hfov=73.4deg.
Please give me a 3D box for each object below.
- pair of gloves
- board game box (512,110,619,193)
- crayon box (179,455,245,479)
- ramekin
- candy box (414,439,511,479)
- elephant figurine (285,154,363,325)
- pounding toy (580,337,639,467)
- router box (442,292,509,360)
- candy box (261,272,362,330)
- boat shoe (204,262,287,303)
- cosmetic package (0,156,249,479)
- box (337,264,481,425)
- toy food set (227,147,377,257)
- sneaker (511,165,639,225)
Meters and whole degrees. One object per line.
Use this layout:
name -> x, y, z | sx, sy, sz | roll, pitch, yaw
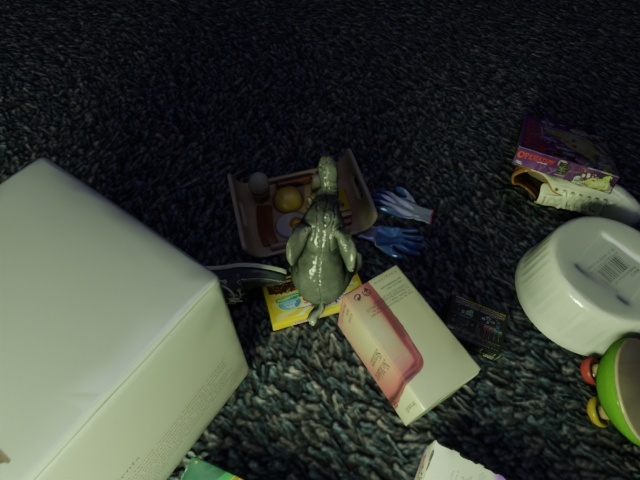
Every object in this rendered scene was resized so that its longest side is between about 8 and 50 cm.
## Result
pair of gloves -> 0.181, -0.047, 1.011 | 0.159, 0.023, 0.198 | 20, 60, 10
board game box -> 0.589, -0.228, 1.046 | 0.208, 0.056, 0.347 | 19, 35, 17
crayon box -> -0.105, 0.465, 0.637 | 0.278, 0.081, 0.166 | 20, 59, 10
ramekin -> 0.564, 0.083, 0.879 | 0.276, 0.135, 0.278 | 1, 57, -2
candy box -> 0.236, 0.444, 0.673 | 0.196, 0.070, 0.165 | 25, 60, 12
elephant figurine -> 0.000, 0.000, 0.812 | 0.169, 0.240, 0.186 | -29, 58, -22
pounding toy -> 0.548, 0.296, 0.780 | 0.183, 0.110, 0.237 | -37, 95, -35
router box -> 0.308, 0.173, 0.867 | 0.122, 0.038, 0.092 | 22, 60, 11
candy box -> -0.012, 0.111, 0.899 | 0.205, 0.027, 0.105 | -14, 60, -11
boat shoe -> -0.192, 0.089, 0.860 | 0.254, 0.095, 0.079 | -1, 70, 5
cosmetic package -> -0.342, 0.176, 0.627 | 0.329, 0.394, 0.327 | 32, 61, 15
box -> 0.147, 0.190, 0.784 | 0.126, 0.149, 0.232 | -27, 62, -18
toy food set -> -0.046, -0.100, 0.984 | 0.305, 0.092, 0.220 | -14, 58, -7
sneaker -> 0.592, -0.100, 1.024 | 0.123, 0.106, 0.290 | -38, 55, -20
